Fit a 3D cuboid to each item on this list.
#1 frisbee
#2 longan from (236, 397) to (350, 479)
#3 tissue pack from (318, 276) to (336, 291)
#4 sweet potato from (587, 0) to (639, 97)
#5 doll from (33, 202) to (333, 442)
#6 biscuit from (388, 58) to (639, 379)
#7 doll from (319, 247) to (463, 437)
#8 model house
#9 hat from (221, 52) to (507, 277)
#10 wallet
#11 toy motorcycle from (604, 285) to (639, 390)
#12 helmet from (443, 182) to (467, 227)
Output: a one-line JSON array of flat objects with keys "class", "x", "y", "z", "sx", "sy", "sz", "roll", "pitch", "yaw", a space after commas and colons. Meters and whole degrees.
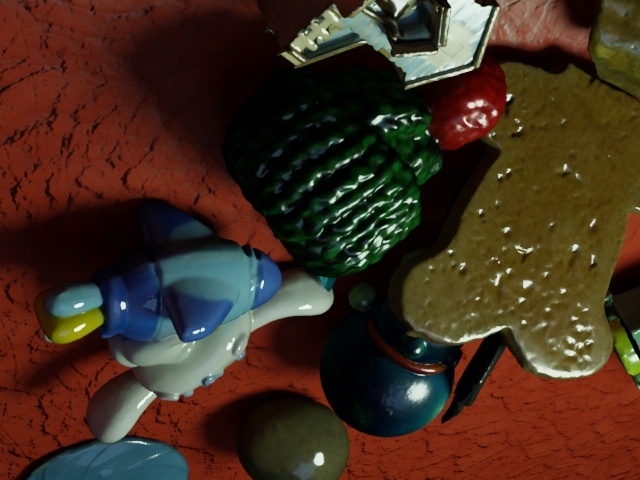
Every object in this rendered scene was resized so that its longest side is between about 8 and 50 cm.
[{"class": "frisbee", "x": -0.352, "y": 0.419, "z": 1.894, "sx": 0.289, "sy": 0.049, "sz": 0.289, "roll": -13, "pitch": 139, "yaw": -11}, {"class": "longan", "x": -0.043, "y": 0.330, "z": 1.859, "sx": 0.187, "sy": 0.167, "sz": 0.167, "roll": 26, "pitch": 123, "yaw": -17}, {"class": "tissue pack", "x": 0.000, "y": 0.000, "z": 1.580, "sx": 0.085, "sy": 0.028, "sz": 0.138, "roll": -60, "pitch": 140, "yaw": -21}, {"class": "sweet potato", "x": 0.474, "y": -0.226, "z": 1.432, "sx": 0.369, "sy": 0.158, "sz": 0.158, "roll": 21, "pitch": 127, "yaw": -16}, {"class": "doll", "x": -0.179, "y": 0.101, "z": 1.507, "sx": 0.376, "sy": 0.187, "sz": 0.365, "roll": -48, "pitch": 152, "yaw": -12}, {"class": "biscuit", "x": 0.297, "y": -0.025, "z": 1.525, "sx": 0.368, "sy": 0.076, "sz": 0.394, "roll": 19, "pitch": 92, "yaw": -21}, {"class": "doll", "x": 0.108, "y": 0.165, "z": 1.690, "sx": 0.198, "sy": 0.186, "sz": 0.322, "roll": 29, "pitch": 135, "yaw": 7}, {"class": "model house", "x": 0.091, "y": -0.261, "z": 1.243, "sx": 0.271, "sy": 0.178, "sz": 0.206, "roll": -42, "pitch": 138, "yaw": 18}, {"class": "hat", "x": 0.061, "y": -0.125, "z": 1.360, "sx": 0.332, "sy": 0.242, "sz": 0.274, "roll": -38, "pitch": 177, "yaw": -3}, {"class": "wallet", "x": 0.265, "y": 0.145, "z": 1.725, "sx": 0.247, "sy": 0.041, "sz": 0.323, "roll": -56, "pitch": 174, "yaw": -18}, {"class": "toy motorcycle", "x": 0.588, "y": 0.175, "z": 1.957, "sx": 0.191, "sy": 0.200, "sz": 0.326, "roll": -27, "pitch": 129, "yaw": 6}, {"class": "helmet", "x": 0.244, "y": -0.031, "z": 1.620, "sx": 0.177, "sy": 0.107, "sz": 0.153, "roll": 26, "pitch": 112, "yaw": -27}]
